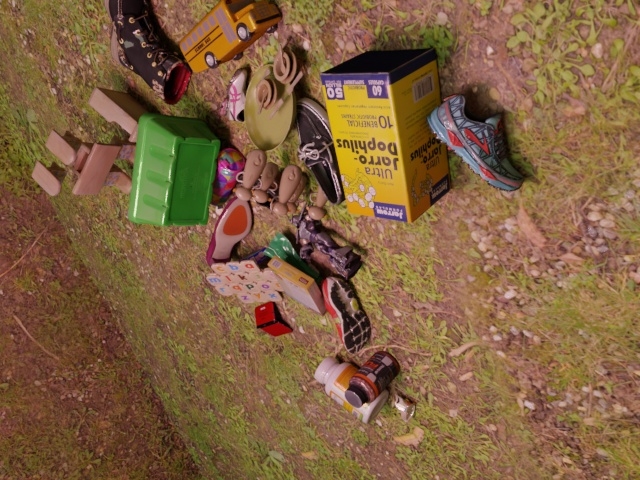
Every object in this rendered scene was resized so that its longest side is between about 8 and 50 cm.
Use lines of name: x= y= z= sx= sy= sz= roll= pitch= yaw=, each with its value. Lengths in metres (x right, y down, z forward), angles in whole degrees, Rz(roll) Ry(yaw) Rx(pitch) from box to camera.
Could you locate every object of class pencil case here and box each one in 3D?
pencil case: x=-0.331 y=-0.206 z=2.027 sx=0.104 sy=0.104 sz=0.236 roll=47 pitch=140 yaw=8

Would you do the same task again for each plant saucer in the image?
plant saucer: x=-0.136 y=-0.371 z=1.698 sx=0.241 sy=0.037 sz=0.240 roll=6 pitch=98 yaw=51

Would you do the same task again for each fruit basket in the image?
fruit basket: x=-0.503 y=-0.239 z=2.011 sx=0.392 sy=0.283 sz=0.391 roll=3 pitch=94 yaw=47

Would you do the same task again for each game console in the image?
game console: x=-0.183 y=0.306 z=2.339 sx=0.144 sy=0.085 sz=0.124 roll=-26 pitch=67 yaw=51

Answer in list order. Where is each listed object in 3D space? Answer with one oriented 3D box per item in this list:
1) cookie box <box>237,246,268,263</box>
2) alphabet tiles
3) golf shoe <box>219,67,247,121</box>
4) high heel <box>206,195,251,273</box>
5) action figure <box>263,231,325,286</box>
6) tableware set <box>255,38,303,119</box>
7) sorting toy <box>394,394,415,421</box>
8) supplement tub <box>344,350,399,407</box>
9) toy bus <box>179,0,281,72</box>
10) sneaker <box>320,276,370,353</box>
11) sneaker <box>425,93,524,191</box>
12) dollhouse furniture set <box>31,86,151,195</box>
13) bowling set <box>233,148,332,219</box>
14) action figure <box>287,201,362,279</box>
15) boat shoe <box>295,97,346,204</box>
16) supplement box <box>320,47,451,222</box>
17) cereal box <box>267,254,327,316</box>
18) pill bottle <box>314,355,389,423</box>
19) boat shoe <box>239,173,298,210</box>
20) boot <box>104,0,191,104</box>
cookie box: x=-0.246 y=0.070 z=2.160 sx=0.107 sy=0.092 sz=0.040 roll=-21 pitch=100 yaw=50
alphabet tiles: x=-0.259 y=0.149 z=2.164 sx=0.284 sy=0.021 sz=0.278 roll=-6 pitch=144 yaw=20
golf shoe: x=-0.241 y=-0.435 z=1.802 sx=0.086 sy=0.067 sz=0.186 roll=25 pitch=141 yaw=-5
high heel: x=-0.347 y=-0.039 z=2.186 sx=0.377 sy=0.127 sz=0.181 roll=-65 pitch=31 yaw=31
action figure: x=-0.074 y=0.078 z=2.016 sx=0.232 sy=0.063 sz=0.137 roll=41 pitch=139 yaw=3
tableware set: x=-0.128 y=-0.431 z=1.619 sx=0.194 sy=0.039 sz=0.128 roll=-45 pitch=60 yaw=43
sorting toy: x=0.281 y=0.559 z=2.045 sx=0.075 sy=0.045 sz=0.083 roll=31 pitch=138 yaw=36
supplement tub: x=0.163 y=0.455 z=1.954 sx=0.106 sy=0.198 sz=0.106 roll=25 pitch=133 yaw=30
toy bus: x=-0.255 y=-0.575 z=1.665 sx=0.333 sy=0.108 sz=0.130 roll=-16 pitch=104 yaw=50
sneaker: x=0.077 y=0.239 z=1.981 sx=0.118 sy=0.107 sz=0.278 roll=17 pitch=129 yaw=61
sneaker: x=0.361 y=-0.216 z=1.316 sx=0.262 sy=0.104 sz=0.125 roll=40 pitch=118 yaw=-7
dollhouse furniture set: x=-0.760 y=-0.312 z=2.194 sx=0.256 sy=0.362 sz=0.394 roll=40 pitch=110 yaw=19
bowling set: x=-0.114 y=-0.140 z=1.790 sx=0.287 sy=0.154 sz=0.200 roll=21 pitch=171 yaw=-9
action figure: x=0.000 y=0.000 z=1.856 sx=0.285 sy=0.099 sz=0.185 roll=38 pitch=148 yaw=24
boat shoe: x=-0.007 y=-0.242 z=1.668 sx=0.113 sy=0.105 sz=0.306 roll=-8 pitch=112 yaw=48
supplement box: x=0.162 y=-0.249 z=1.421 sx=0.194 sy=0.195 sz=0.356 roll=12 pitch=127 yaw=40
cereal box: x=-0.070 y=0.156 z=2.008 sx=0.173 sy=0.047 sz=0.240 roll=30 pitch=162 yaw=26
pill bottle: x=0.104 y=0.514 z=2.109 sx=0.246 sy=0.136 sz=0.136 roll=33 pitch=137 yaw=24
boat shoe: x=-0.183 y=-0.153 z=1.938 sx=0.233 sy=0.079 sz=0.084 roll=32 pitch=139 yaw=27
boot: x=-0.536 y=-0.627 z=1.882 sx=0.284 sy=0.138 sz=0.377 roll=45 pitch=145 yaw=12
